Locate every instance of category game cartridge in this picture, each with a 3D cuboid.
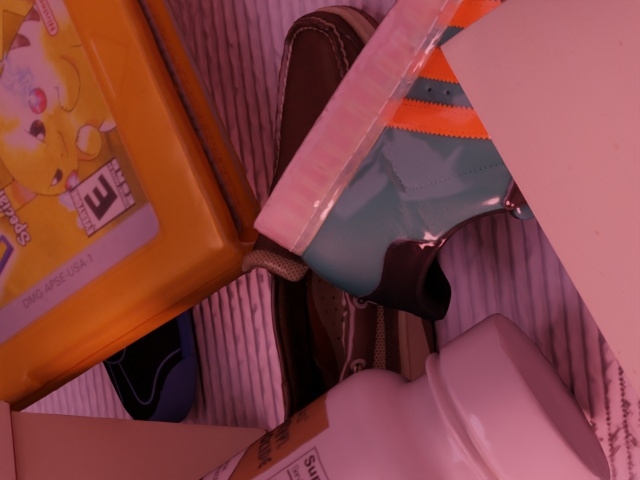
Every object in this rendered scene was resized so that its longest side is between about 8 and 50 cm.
[{"bbox_3d":[-0.205,-0.047,1.029,0.323,0.052,0.285,-31,77,32],"label":"game cartridge"}]

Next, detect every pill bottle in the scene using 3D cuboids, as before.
[{"bbox_3d":[0.025,0.141,0.826,0.229,0.131,0.131,-36,70,14],"label":"pill bottle"}]

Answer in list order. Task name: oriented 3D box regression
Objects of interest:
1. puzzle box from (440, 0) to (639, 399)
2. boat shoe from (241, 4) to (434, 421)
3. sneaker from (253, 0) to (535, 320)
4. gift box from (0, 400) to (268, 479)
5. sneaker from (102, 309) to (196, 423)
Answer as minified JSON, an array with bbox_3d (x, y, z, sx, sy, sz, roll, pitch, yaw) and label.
[{"bbox_3d":[0.241,0.039,0.604,0.272,0.052,0.409,-29,90,48],"label":"puzzle box"},{"bbox_3d":[0.005,0.000,0.897,0.095,0.095,0.257,-2,98,50],"label":"boat shoe"},{"bbox_3d":[0.091,-0.090,0.782,0.121,0.108,0.302,34,119,-2],"label":"sneaker"},{"bbox_3d":[-0.160,0.263,0.979,0.276,0.258,0.255,-107,34,-42],"label":"gift box"},{"bbox_3d":[-0.155,0.020,1.093,0.081,0.090,0.232,-18,86,50],"label":"sneaker"}]
